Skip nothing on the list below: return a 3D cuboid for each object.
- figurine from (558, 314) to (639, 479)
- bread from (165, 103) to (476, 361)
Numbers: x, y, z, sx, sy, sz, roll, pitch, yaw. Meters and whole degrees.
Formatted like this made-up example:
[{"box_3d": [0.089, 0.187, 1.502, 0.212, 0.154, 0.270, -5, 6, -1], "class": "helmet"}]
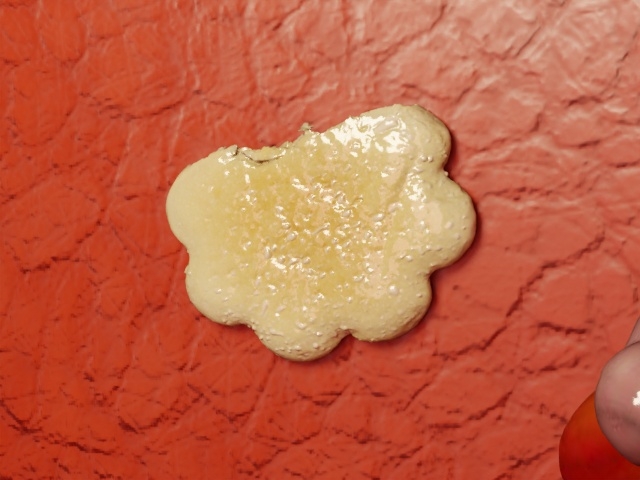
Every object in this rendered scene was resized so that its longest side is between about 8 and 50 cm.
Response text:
[{"box_3d": [0.310, 0.103, 1.159, 0.270, 0.261, 0.211, 24, 74, 19], "class": "figurine"}, {"box_3d": [0.000, 0.000, 1.348, 0.251, 0.039, 0.182, -14, 88, 21], "class": "bread"}]
